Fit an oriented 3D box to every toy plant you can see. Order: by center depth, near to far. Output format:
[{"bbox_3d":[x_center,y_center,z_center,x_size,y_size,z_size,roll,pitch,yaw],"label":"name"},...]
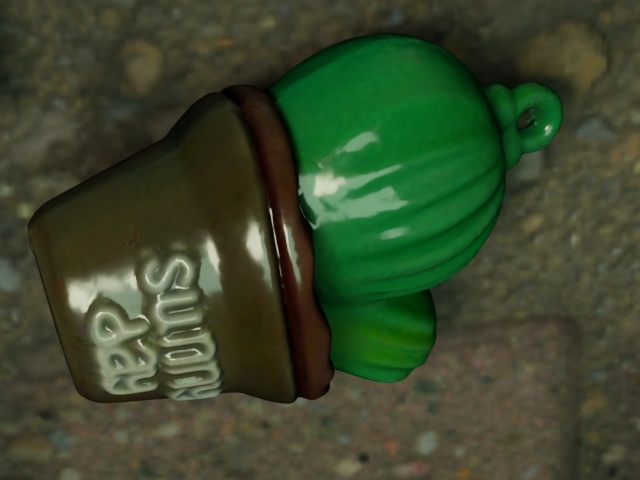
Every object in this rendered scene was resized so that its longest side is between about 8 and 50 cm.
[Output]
[{"bbox_3d":[0.000,0.000,0.466,0.200,0.105,0.143,-16,123,-10],"label":"toy plant"}]
